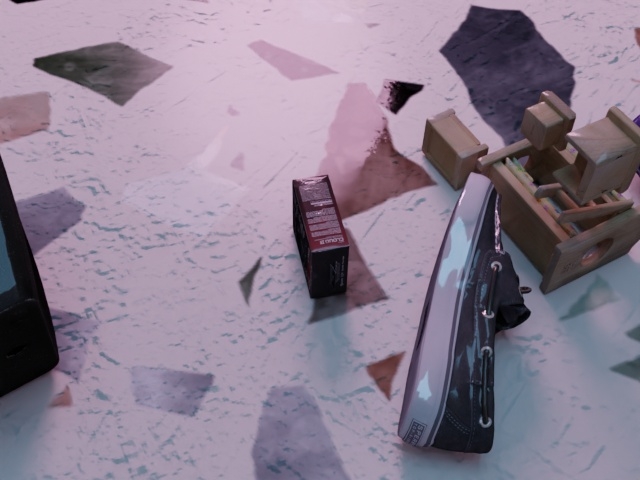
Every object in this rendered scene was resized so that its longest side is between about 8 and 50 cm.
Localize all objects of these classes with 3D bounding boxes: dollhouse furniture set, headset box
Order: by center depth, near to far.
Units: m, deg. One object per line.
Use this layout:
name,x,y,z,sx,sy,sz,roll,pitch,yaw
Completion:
headset box,0.000,0.000,0.684,0.032,0.062,0.083,-10,52,-9
dollhouse furniture set,0.182,-0.086,0.694,0.101,0.161,0.182,-23,57,-19

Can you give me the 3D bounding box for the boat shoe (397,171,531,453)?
boat shoe,0.117,0.051,0.640,0.076,0.080,0.229,16,54,3

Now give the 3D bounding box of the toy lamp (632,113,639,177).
toy lamp,0.356,-0.010,0.692,0.080,0.080,0.275,-28,57,-22

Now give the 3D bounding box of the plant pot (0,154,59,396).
plant pot,-0.280,0.029,0.587,0.188,0.187,0.167,-27,69,-22
